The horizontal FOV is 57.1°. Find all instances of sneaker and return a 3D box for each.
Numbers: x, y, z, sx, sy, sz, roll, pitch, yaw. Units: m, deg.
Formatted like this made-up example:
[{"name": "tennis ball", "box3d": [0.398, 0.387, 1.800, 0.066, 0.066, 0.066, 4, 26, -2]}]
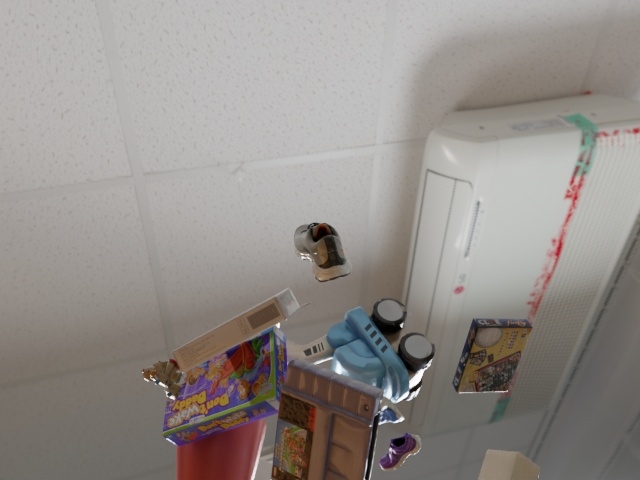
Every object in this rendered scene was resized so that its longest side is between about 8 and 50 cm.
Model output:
[{"name": "sneaker", "box3d": [0.000, 0.000, 1.341, 0.100, 0.271, 0.108, -15, -71, -13]}, {"name": "sneaker", "box3d": [0.226, 0.622, 1.758, 0.071, 0.068, 0.170, 31, -61, -14]}, {"name": "sneaker", "box3d": [0.134, 0.412, 1.379, 0.084, 0.058, 0.152, -44, -39, 2]}]

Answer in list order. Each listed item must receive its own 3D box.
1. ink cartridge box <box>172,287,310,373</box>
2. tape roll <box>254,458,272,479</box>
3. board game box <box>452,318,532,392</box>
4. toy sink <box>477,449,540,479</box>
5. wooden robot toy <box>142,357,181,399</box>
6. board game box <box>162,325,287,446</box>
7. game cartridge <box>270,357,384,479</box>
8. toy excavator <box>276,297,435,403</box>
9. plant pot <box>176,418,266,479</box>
[{"name": "ink cartridge box", "box3d": [-0.189, 0.213, 1.479, 0.296, 0.066, 0.261, -28, -2, 10]}, {"name": "tape roll", "box3d": [-0.263, 0.984, 2.107, 0.392, 0.392, 0.072, 15, -31, -31]}, {"name": "board game box", "box3d": [0.484, 0.329, 1.669, 0.165, 0.042, 0.243, 2, -59, -12]}, {"name": "toy sink", "box3d": [0.656, 0.882, 2.081, 0.131, 0.234, 0.152, 38, -30, -17]}, {"name": "wooden robot toy", "box3d": [-0.392, 0.324, 1.433, 0.079, 0.076, 0.173, 15, -30, 15]}, {"name": "board game box", "box3d": [-0.257, 0.393, 1.608, 0.347, 0.233, 0.078, -23, -47, 15]}, {"name": "game cartridge", "box3d": [0.004, 0.458, 1.294, 0.068, 0.230, 0.355, -19, -61, -62]}, {"name": "toy excavator", "box3d": [0.051, 0.333, 1.771, 0.445, 0.433, 0.222, -19, -38, -26]}, {"name": "plant pot", "box3d": [-0.298, 0.635, 1.692, 0.274, 0.243, 0.275, 1, -40, 1]}]
